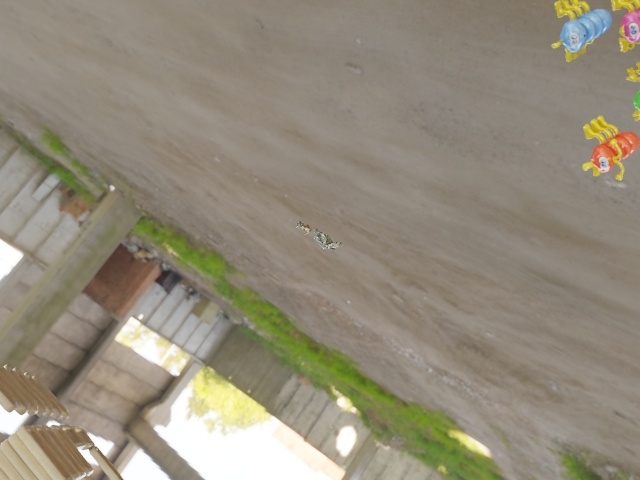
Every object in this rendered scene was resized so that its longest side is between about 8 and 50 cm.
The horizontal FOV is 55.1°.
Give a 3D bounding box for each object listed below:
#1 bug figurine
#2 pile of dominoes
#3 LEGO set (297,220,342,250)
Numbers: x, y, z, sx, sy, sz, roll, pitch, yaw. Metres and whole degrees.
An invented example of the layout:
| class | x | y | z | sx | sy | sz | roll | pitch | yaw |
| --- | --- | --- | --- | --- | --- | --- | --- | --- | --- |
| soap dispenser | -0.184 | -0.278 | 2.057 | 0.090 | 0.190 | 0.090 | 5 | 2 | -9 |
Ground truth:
| class | x | y | z | sx | sy | sz | roll | pitch | yaw |
| --- | --- | --- | --- | --- | --- | --- | --- | --- | --- |
| bug figurine | 0.437 | -0.238 | 0.889 | 0.072 | 0.216 | 0.279 | 24 | 145 | 59 |
| pile of dominoes | -0.255 | 0.205 | 0.586 | 0.196 | 0.040 | 0.251 | 48 | 160 | 6 |
| LEGO set | -0.002 | -0.001 | 0.876 | 0.083 | 0.024 | 0.054 | 26 | -174 | -25 |
